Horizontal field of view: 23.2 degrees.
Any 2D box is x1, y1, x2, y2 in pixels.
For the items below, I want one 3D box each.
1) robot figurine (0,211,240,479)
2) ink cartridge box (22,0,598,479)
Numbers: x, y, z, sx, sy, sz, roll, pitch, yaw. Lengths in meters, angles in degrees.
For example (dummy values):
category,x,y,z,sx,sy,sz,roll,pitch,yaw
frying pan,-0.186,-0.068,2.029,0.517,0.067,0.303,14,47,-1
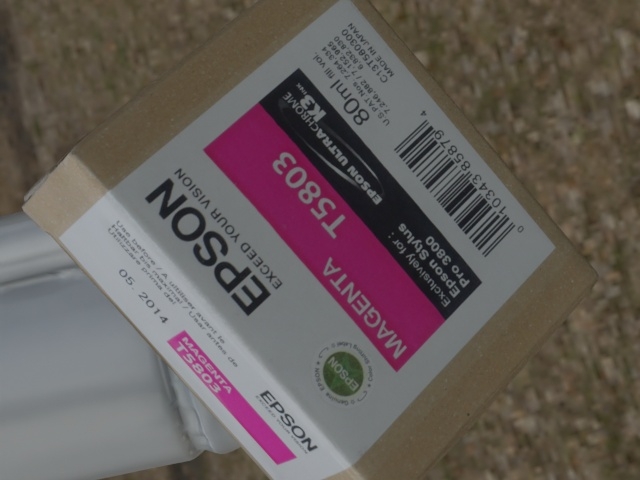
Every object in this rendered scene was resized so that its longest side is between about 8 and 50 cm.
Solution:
category,x,y,z,sx,sy,sz,roll,pitch,yaw
robot figurine,-0.165,0.073,1.146,0.300,0.353,0.200,77,-178,-56
ink cartridge box,0.000,0.000,0.806,0.234,0.193,0.088,49,150,-5
